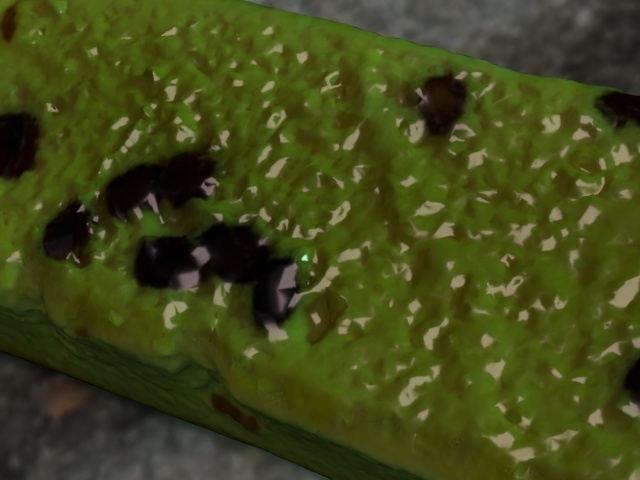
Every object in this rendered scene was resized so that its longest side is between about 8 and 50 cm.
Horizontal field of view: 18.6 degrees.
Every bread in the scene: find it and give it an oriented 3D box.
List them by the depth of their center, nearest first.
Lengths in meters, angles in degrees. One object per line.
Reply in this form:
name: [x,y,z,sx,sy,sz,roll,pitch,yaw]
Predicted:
bread: [0.001,0.000,0.633,0.361,0.077,0.138,18,71,33]
